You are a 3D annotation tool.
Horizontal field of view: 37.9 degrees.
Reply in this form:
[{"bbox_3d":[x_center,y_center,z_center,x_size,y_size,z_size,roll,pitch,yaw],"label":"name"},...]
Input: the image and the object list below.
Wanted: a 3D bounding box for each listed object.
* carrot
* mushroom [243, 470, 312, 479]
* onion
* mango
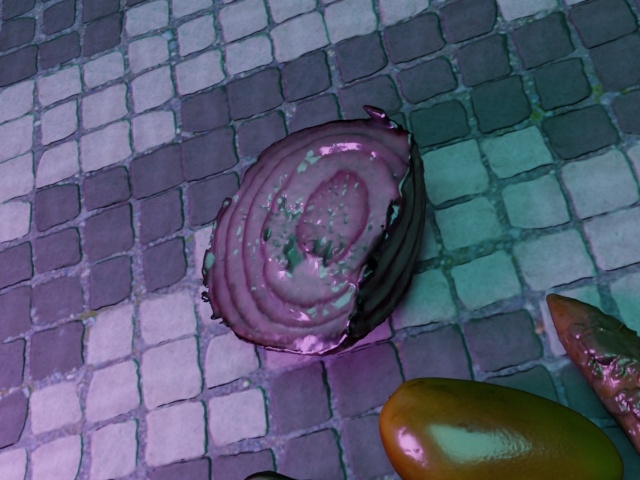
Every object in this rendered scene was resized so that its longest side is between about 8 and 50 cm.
[{"bbox_3d":[0.318,0.142,0.976,0.102,0.102,0.263,-34,48,-1],"label":"carrot"},{"bbox_3d":[-0.128,0.379,0.916,0.344,0.130,0.247,-29,92,5],"label":"mushroom"},{"bbox_3d":[0.000,0.000,1.155,0.280,0.146,0.314,6,71,39],"label":"onion"},{"bbox_3d":[0.180,0.218,0.963,0.253,0.113,0.138,9,60,18],"label":"mango"}]
